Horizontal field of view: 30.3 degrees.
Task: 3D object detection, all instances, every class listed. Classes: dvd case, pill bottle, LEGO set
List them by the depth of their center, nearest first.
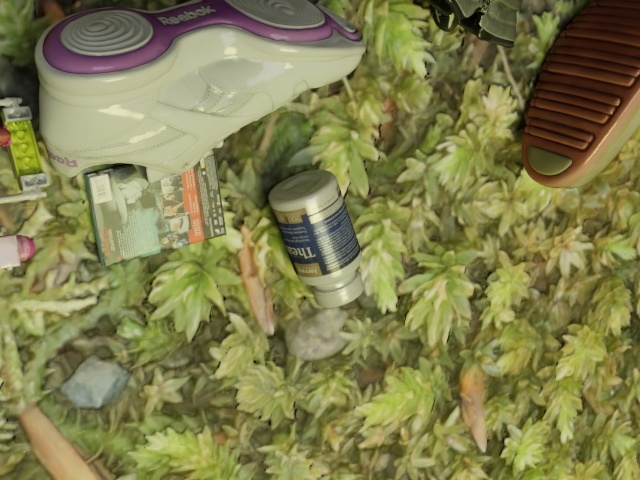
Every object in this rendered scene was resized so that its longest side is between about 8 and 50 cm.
[{"bbox_3d":[-0.260,-0.120,0.905,0.107,0.132,0.287,-11,103,-35],"label":"LEGO set"},{"bbox_3d":[-0.145,-0.032,1.052,0.119,0.013,0.087,-17,112,-25],"label":"dvd case"},{"bbox_3d":[0.000,0.000,1.108,0.067,0.067,0.120,-29,116,-18],"label":"pill bottle"}]

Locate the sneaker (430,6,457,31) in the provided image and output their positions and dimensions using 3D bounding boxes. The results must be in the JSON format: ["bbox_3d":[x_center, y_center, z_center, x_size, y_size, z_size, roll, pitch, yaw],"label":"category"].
[{"bbox_3d":[0.134,-0.252,1.122,0.043,0.040,0.109,2,104,-31],"label":"sneaker"}]

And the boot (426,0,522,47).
[{"bbox_3d":[0.194,-0.255,1.117,0.246,0.083,0.161,15,97,-41],"label":"boot"}]

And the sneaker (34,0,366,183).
[{"bbox_3d":[-0.102,-0.134,1.008,0.305,0.114,0.152,-14,138,-30],"label":"sneaker"}]

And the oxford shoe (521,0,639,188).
[{"bbox_3d":[0.353,-0.204,1.202,0.146,0.140,0.397,35,89,-39],"label":"oxford shoe"}]
